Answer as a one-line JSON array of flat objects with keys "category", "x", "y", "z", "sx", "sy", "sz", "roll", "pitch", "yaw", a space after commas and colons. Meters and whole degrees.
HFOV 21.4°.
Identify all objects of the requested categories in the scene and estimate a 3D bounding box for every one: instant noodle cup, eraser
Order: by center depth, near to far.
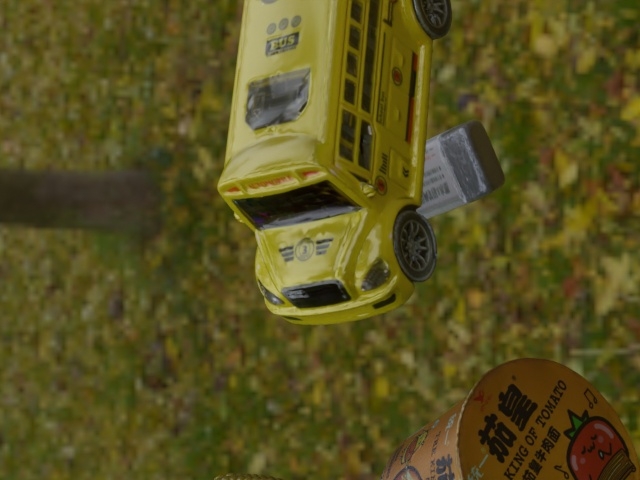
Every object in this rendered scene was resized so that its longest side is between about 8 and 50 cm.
[{"category": "instant noodle cup", "x": 0.168, "y": 0.236, "z": 1.589, "sx": 0.172, "sy": 0.216, "sz": 0.215, "roll": -34, "pitch": 59, "yaw": 50}, {"category": "eraser", "x": 0.134, "y": -0.075, "z": 2.019, "sx": 0.089, "sy": 0.061, "sz": 0.352, "roll": 68, "pitch": 160, "yaw": -1}]

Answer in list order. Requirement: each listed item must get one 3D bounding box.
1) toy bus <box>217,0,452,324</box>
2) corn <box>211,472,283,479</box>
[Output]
[{"category": "toy bus", "x": 0.007, "y": -0.103, "z": 1.388, "sx": 0.144, "sy": 0.152, "sz": 0.330, "roll": -10, "pitch": 64, "yaw": 35}, {"category": "corn", "x": 0.008, "y": 0.237, "z": 1.381, "sx": 0.080, "sy": 0.231, "sz": 0.080, "roll": 5, "pitch": -90, "yaw": -76}]
